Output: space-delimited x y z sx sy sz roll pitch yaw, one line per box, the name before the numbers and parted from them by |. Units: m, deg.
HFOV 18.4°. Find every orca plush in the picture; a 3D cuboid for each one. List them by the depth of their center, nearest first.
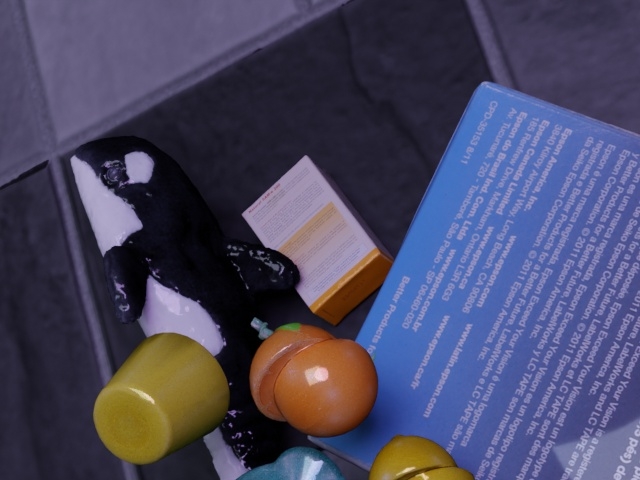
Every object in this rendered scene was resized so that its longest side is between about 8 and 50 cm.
orca plush | -0.062 0.046 1.284 0.102 0.151 0.287 -28 63 10

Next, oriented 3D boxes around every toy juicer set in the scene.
toy juicer set | 0.020 0.187 1.155 0.209 0.089 0.329 -20 100 32

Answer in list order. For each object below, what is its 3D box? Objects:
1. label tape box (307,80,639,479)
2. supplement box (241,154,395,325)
label tape box | 0.199 0.082 1.153 0.347 0.115 0.249 24 84 30
supplement box | 0.000 0.000 1.331 0.062 0.036 0.098 -42 58 10
